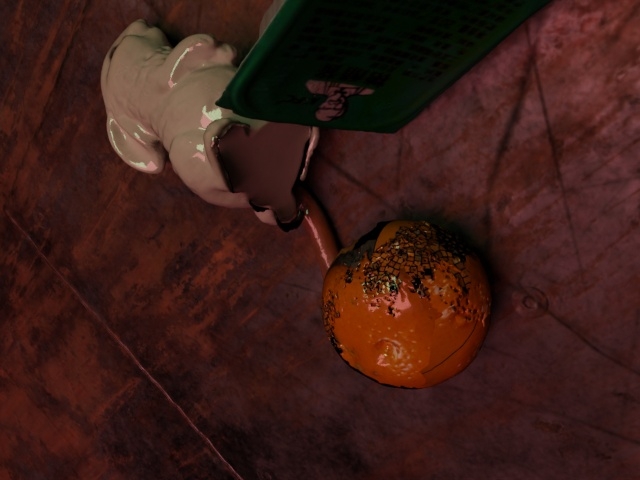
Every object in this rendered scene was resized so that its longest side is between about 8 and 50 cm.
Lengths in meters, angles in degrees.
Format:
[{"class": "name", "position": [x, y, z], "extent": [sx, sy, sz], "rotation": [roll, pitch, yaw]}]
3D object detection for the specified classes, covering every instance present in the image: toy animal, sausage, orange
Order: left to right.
[{"class": "toy animal", "position": [-0.180, -0.172, 0.949], "extent": [0.357, 0.194, 0.258], "rotation": [27, 130, 33]}, {"class": "sausage", "position": [-0.001, 0.001, 0.997], "extent": [0.047, 0.040, 0.177], "rotation": [-13, 105, 46]}, {"class": "orange", "position": [0.112, 0.089, 0.889], "extent": [0.234, 0.182, 0.234], "rotation": [8, 119, 15]}]

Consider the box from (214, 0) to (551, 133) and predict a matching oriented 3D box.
[{"class": "box", "position": [0.057, -0.242, 0.706], "extent": [0.337, 0.264, 0.106], "rotation": [-34, 59, 54]}]
